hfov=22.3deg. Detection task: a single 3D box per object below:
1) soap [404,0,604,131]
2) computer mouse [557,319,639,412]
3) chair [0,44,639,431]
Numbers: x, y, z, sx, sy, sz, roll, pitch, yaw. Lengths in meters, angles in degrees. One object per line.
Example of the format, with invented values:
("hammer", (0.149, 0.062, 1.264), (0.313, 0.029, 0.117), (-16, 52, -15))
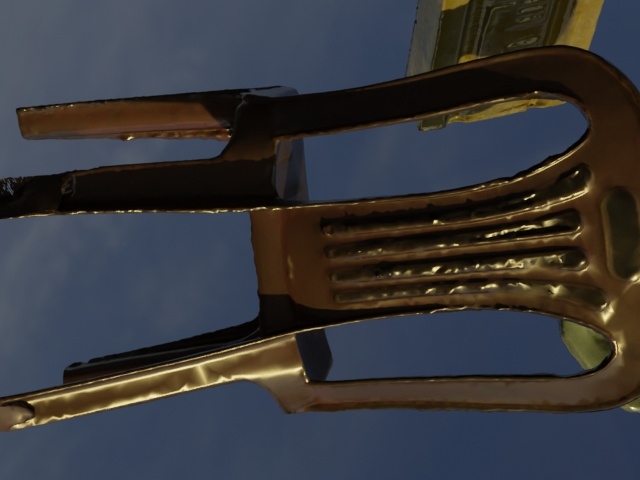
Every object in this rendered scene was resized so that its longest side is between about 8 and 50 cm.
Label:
("soap", (0.098, -0.145, 0.789), (0.092, 0.252, 0.037), (-11, -123, -11))
("computer mouse", (0.357, 0.086, 1.403), (0.199, 0.389, 0.115), (-47, 179, -23))
("chair", (0.000, 0.000, 0.813), (0.326, 0.183, 0.176), (-6, -81, 4))
